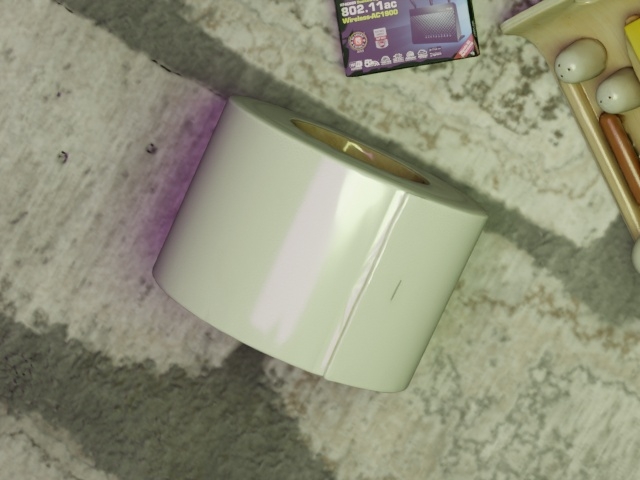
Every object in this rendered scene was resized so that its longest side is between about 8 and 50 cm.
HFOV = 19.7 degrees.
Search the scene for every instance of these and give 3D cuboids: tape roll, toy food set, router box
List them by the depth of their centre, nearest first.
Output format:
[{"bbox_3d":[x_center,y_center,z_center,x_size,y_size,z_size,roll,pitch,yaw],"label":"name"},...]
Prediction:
[{"bbox_3d":[0.297,-0.086,1.529,0.219,0.092,0.306,-26,91,43],"label":"toy food set"},{"bbox_3d":[0.000,0.000,1.564,0.246,0.246,0.169,25,98,7],"label":"tape roll"},{"bbox_3d":[0.076,-0.200,1.636,0.122,0.038,0.092,-9,93,11],"label":"router box"}]
